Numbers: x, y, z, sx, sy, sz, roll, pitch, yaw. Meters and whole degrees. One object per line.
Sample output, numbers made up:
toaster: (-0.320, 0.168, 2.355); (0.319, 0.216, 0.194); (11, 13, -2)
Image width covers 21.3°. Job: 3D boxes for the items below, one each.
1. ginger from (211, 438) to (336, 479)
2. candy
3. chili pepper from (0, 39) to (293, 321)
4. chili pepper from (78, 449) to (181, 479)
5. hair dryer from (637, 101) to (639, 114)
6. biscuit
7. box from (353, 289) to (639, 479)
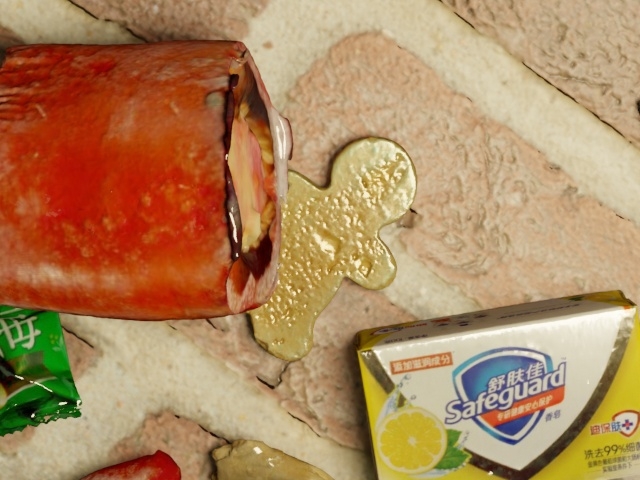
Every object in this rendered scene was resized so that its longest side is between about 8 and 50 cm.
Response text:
ginger: (-0.095, 0.292, 1.634); (0.259, 0.065, 0.149); (-40, 84, 12)
candy: (-0.304, 0.084, 1.591); (0.141, 0.078, 0.203); (-7, 79, -9)
chili pepper: (-0.189, -0.058, 1.481); (0.305, 0.229, 0.251); (5, 87, 7)
chili pepper: (-0.219, 0.305, 1.618); (0.136, 0.144, 0.252); (27, 90, -29)
hair dryer: (0.381, -0.036, 1.583); (0.114, 0.070, 0.248); (-32, 89, 6)
biscuit: (0.000, 0.000, 1.597); (0.153, 0.030, 0.234); (39, 97, -7)
box: (0.172, 0.149, 1.587); (0.265, 0.097, 0.168); (-8, 100, 2)
